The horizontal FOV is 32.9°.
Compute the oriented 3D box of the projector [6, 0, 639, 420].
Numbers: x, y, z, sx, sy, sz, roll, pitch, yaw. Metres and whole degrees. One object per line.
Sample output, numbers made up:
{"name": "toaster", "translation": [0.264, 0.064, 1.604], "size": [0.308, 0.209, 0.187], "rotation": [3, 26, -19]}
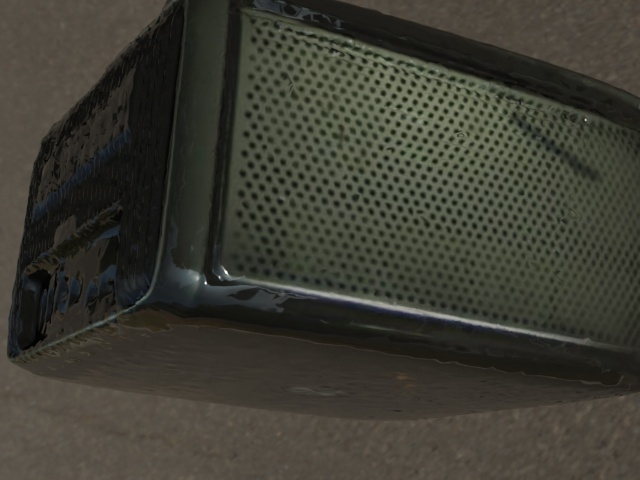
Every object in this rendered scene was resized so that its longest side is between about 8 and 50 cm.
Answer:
{"name": "projector", "translation": [0.000, 0.000, 0.849], "size": [0.395, 0.405, 0.242], "rotation": [-21, 61, 60]}
